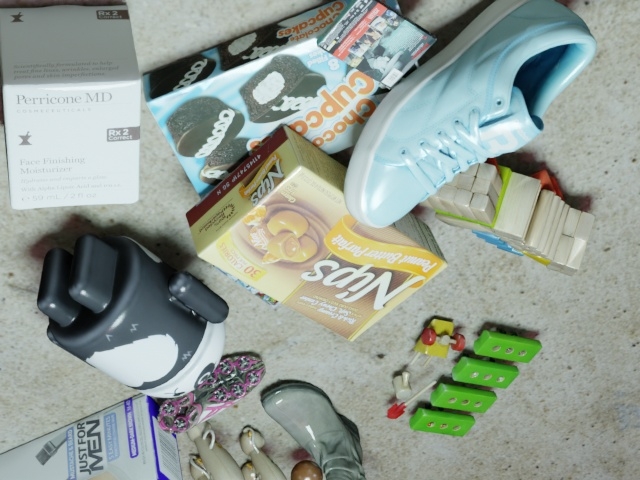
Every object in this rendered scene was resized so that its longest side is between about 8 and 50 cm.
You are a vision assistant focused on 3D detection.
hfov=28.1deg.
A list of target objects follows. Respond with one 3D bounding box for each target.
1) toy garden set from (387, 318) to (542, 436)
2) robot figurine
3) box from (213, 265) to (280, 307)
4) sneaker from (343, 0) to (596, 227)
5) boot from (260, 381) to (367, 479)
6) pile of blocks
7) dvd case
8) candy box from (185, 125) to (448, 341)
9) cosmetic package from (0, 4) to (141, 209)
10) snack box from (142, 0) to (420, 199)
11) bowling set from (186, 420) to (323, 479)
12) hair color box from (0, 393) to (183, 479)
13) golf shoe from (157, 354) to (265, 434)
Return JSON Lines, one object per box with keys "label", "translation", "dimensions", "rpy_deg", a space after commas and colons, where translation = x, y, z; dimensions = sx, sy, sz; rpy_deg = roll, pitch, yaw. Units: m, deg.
{"label": "toy garden set", "translation": [0.206, 0.216, 2.068], "dimensions": [0.204, 0.049, 0.244], "rpy_deg": [12, 131, -29]}
{"label": "robot figurine", "translation": [-0.253, 0.105, 1.726], "dimensions": [0.278, 0.209, 0.173], "rpy_deg": [40, 79, -41]}
{"label": "box", "translation": [-0.075, 0.034, 1.812], "dimensions": [0.094, 0.027, 0.137], "rpy_deg": [-36, 133, 19]}
{"label": "sneaker", "translation": [0.181, -0.147, 1.534], "dimensions": [0.366, 0.150, 0.135], "rpy_deg": [-49, 130, 3]}
{"label": "boot", "translation": [0.008, 0.337, 2.047], "dimensions": [0.083, 0.161, 0.246], "rpy_deg": [-34, 134, 18]}
{"label": "pile of blocks", "translation": [0.260, -0.057, 1.782], "dimensions": [0.362, 0.149, 0.113], "rpy_deg": [27, 80, -46]}
{"label": "dvd case", "translation": [0.066, -0.235, 1.505], "dimensions": [0.119, 0.013, 0.087], "rpy_deg": [26, 121, -32]}
{"label": "candy box", "translation": [0.000, 0.000, 1.676], "dimensions": [0.183, 0.087, 0.316], "rpy_deg": [-39, 136, 19]}
{"label": "cosmetic package", "translation": [-0.289, -0.154, 1.470], "dimensions": [0.151, 0.151, 0.184], "rpy_deg": [-5, 135, -13]}
{"label": "snack box", "translation": [-0.035, -0.179, 1.584], "dimensions": [0.322, 0.060, 0.187], "rpy_deg": [-21, 137, 5]}
{"label": "bowling set", "translation": [-0.113, 0.394, 2.113], "dimensions": [0.200, 0.154, 0.287], "rpy_deg": [-18, 139, -25]}
{"label": "hair color box", "translation": [-0.385, 0.391, 1.974], "dimensions": [0.339, 0.185, 0.110], "rpy_deg": [-25, 136, 9]}
{"label": "golf shoe", "translation": [-0.165, 0.233, 1.975], "dimensions": [0.186, 0.067, 0.086], "rpy_deg": [-31, 172, 4]}
